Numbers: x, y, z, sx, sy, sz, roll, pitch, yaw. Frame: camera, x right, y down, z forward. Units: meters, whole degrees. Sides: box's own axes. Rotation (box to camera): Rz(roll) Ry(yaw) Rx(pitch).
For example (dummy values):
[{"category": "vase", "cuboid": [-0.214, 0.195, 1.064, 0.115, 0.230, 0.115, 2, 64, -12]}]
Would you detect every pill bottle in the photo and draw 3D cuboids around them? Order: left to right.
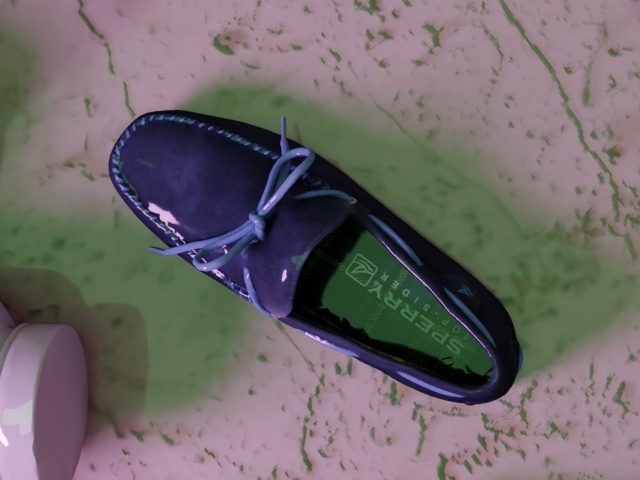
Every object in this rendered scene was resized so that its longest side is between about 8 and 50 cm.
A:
[{"category": "pill bottle", "cuboid": [-0.343, 0.116, 0.873, 0.322, 0.181, 0.182, 2, 92, 6]}]

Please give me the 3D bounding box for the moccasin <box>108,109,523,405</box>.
[{"category": "moccasin", "cuboid": [0.000, 0.000, 0.864, 0.342, 0.117, 0.138, 26, 94, 5]}]
